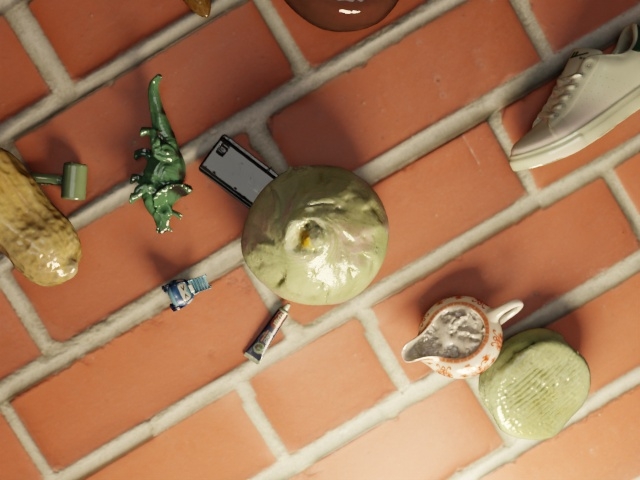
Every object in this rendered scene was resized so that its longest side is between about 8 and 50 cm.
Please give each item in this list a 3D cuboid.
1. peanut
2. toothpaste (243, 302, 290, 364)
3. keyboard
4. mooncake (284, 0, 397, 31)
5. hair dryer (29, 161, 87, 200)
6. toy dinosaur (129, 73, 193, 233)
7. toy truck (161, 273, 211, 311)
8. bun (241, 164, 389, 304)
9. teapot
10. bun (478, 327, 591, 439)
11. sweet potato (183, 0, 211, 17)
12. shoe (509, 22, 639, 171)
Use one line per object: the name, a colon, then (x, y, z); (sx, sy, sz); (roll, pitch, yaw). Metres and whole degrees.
peanut: (-0.566, -0.041, 1.372); (0.143, 0.159, 0.291); (-45, 106, -26)
toothpaste: (-0.100, 0.182, 1.459); (0.037, 0.021, 0.140); (34, 95, 1)
keyboard: (-0.122, -0.107, 1.436); (0.230, 0.025, 0.094); (38, 93, -4)
mooncake: (0.038, -0.566, 1.337); (0.325, 0.174, 0.334); (38, 89, -7)
hair dryer: (-0.524, -0.119, 1.421); (0.150, 0.047, 0.071); (6, 92, 8)
toy dinosaur: (-0.321, -0.158, 1.402); (0.119, 0.079, 0.292); (-14, 97, -6)
toy truck: (-0.254, 0.093, 1.421); (0.090, 0.073, 0.056); (-25, 95, 1)
bun: (0.000, 0.000, 1.355); (0.283, 0.179, 0.284); (-2, 105, -9)
teapot: (0.279, 0.180, 1.416); (0.245, 0.159, 0.116); (-36, 137, 7)
bun: (0.410, 0.278, 1.440); (0.221, 0.108, 0.222); (-1, 99, -9)
sweet potato: (-0.275, -0.585, 1.366); (0.113, 0.092, 0.342); (-8, 95, -18)
shoe: (0.493, -0.276, 1.395); (0.362, 0.132, 0.160); (-32, 95, -4)
